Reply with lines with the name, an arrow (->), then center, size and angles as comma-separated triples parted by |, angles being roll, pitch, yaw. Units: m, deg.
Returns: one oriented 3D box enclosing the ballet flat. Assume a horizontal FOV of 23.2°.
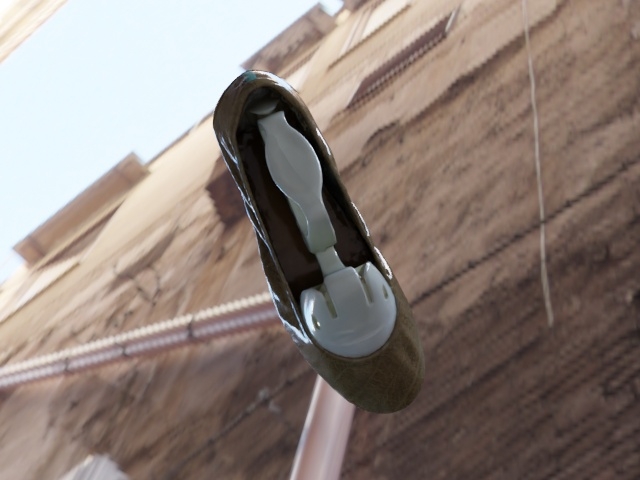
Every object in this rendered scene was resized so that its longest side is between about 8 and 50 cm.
ballet flat -> 0.000, 0.000, 1.405 | 0.116, 0.124, 0.342 | -22, -93, -6
